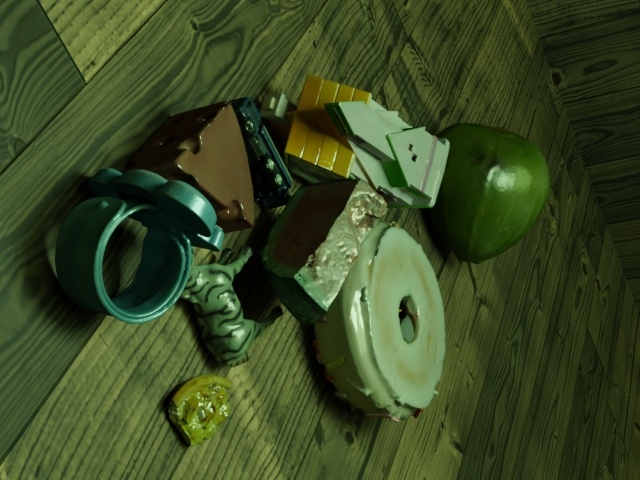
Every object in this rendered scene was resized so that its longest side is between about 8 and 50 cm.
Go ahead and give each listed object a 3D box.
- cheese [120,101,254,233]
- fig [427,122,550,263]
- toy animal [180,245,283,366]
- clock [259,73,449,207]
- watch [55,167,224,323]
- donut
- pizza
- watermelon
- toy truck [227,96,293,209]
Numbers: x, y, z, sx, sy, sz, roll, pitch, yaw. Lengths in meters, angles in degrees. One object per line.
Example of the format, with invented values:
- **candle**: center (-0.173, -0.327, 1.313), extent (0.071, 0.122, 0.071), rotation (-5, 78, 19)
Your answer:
- **cheese**: center (-0.178, -0.083, 1.676), extent (0.177, 0.128, 0.203), rotation (64, 31, -25)
- **fig**: center (0.364, -0.102, 2.525), extent (0.316, 0.316, 0.316), rotation (29, 55, -54)
- **toy animal**: center (-0.156, 0.071, 1.714), extent (0.255, 0.089, 0.170), rotation (56, 41, -32)
- **clock**: center (0.041, -0.172, 2.011), extent (0.309, 0.235, 0.166), rotation (31, 69, -42)
- **watch**: center (-0.246, 0.015, 1.491), extent (0.211, 0.211, 0.193), rotation (48, 64, -43)
- **donut**: center (0.107, 0.153, 2.090), extent (0.382, 0.142, 0.383), rotation (27, 58, -55)
- **pizza**: center (-0.173, 0.250, 1.663), extent (0.160, 0.035, 0.099), rotation (-7, 86, -61)
- **watermelon**: center (0.000, 0.000, 1.808), extent (0.148, 0.226, 0.318), rotation (42, 21, -8)
- **toy truck**: center (-0.108, -0.144, 1.881), extent (0.202, 0.074, 0.088), rotation (63, 28, -28)
